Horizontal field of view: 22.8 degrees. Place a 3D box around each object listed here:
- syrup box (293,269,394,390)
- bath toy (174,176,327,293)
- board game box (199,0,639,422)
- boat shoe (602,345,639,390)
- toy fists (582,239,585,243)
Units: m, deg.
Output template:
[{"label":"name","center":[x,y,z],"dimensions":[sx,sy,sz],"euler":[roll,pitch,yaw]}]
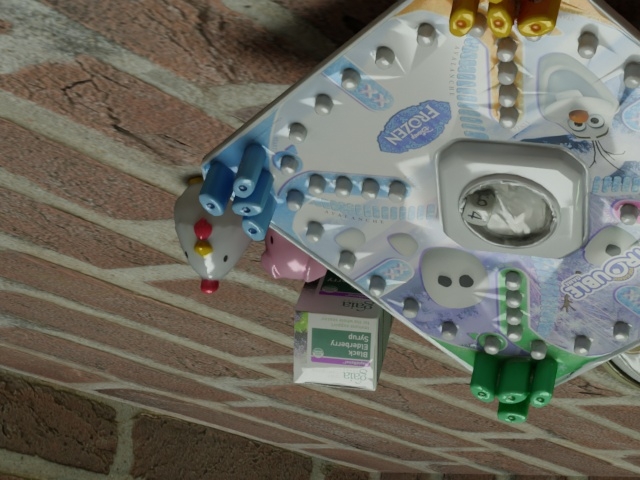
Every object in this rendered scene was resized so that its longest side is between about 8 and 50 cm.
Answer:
[{"label":"syrup box","center":[0.033,0.076,1.820],"dimensions":[0.093,0.096,0.237],"euler":[4,-158,8]},{"label":"bath toy","center":[0.000,0.000,1.723],"dimensions":[0.348,0.129,0.151],"euler":[2,165,17]},{"label":"board game box","center":[0.152,-0.022,1.280],"dimensions":[0.390,0.050,0.390],"euler":[36,136,-20]},{"label":"boat shoe","center":[0.341,0.070,1.718],"dimensions":[0.302,0.113,0.103],"euler":[40,151,-22]},{"label":"toy fists","center":[0.194,-0.070,1.371],"dimensions":[0.279,0.142,0.096],"euler":[1,126,18]}]
